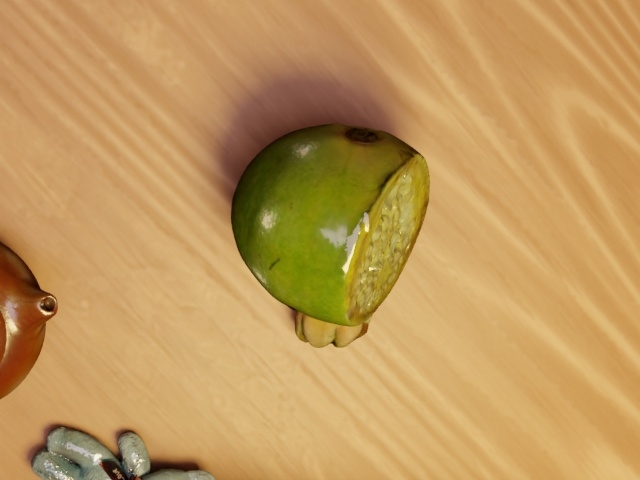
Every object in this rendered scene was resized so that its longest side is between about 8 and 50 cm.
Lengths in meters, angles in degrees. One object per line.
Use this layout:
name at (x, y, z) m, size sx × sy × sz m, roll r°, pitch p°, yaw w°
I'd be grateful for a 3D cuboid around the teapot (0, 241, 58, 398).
teapot at (-0.369, 0.085, 1.234) m, size 0.252 × 0.135 × 0.178 m, roll -15°, pitch 99°, yaw -6°

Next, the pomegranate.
pomegranate at (0.006, -0.014, 1.272) m, size 0.159 × 0.241 × 0.190 m, roll 21°, pitch 73°, yaw 22°

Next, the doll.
doll at (-0.200, 0.252, 1.321) m, size 0.179 × 0.075 × 0.120 m, roll 32°, pitch 92°, yaw -14°
